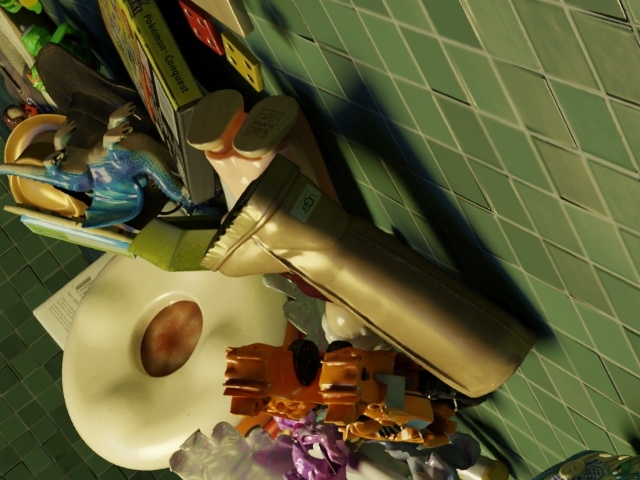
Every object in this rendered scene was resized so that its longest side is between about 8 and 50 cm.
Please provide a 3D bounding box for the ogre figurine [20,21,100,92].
[{"bbox_3d":[-0.336,-0.234,2.166,0.118,0.097,0.197,39,-162,-53],"label":"ogre figurine"}]

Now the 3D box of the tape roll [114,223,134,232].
[{"bbox_3d":[-0.301,-0.016,2.688,0.392,0.072,0.392,48,168,14],"label":"tape roll"}]

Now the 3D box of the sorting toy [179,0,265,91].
[{"bbox_3d":[-0.101,-0.250,1.363,0.132,0.046,0.274,40,162,44],"label":"sorting toy"}]

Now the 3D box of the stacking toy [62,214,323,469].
[{"bbox_3d":[-0.087,0.207,2.219,0.350,0.350,0.480,40,-178,42],"label":"stacking toy"}]

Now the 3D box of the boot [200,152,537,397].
[{"bbox_3d":[0.033,0.049,1.437,0.269,0.089,0.236,34,164,-6],"label":"boot"}]

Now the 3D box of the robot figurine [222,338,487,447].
[{"bbox_3d":[0.037,0.151,1.578,0.211,0.085,0.291,1,169,30],"label":"robot figurine"}]

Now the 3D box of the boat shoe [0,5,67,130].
[{"bbox_3d":[-0.407,-0.239,2.310,0.285,0.103,0.092,53,123,14],"label":"boat shoe"}]

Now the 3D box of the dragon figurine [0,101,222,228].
[{"bbox_3d":[-0.254,-0.070,1.900,0.085,0.289,0.144,-91,-20,-55],"label":"dragon figurine"}]

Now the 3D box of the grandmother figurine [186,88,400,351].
[{"bbox_3d":[0.000,0.000,1.599,0.208,0.104,0.342,20,151,42],"label":"grandmother figurine"}]

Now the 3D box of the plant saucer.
[{"bbox_3d":[-0.118,-0.001,1.919,0.188,0.188,0.045,-160,70,-67],"label":"plant saucer"}]

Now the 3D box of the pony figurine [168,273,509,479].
[{"bbox_3d":[0.032,0.235,1.847,0.363,0.303,0.351,23,161,35],"label":"pony figurine"}]

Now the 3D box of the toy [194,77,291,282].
[{"bbox_3d":[-0.072,-0.077,1.714,0.137,0.056,0.237,48,159,38],"label":"toy"}]

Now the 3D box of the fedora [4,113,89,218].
[{"bbox_3d":[-0.368,-0.080,2.233,0.194,0.079,0.194,10,118,19],"label":"fedora"}]

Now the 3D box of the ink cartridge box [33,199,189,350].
[{"bbox_3d":[-0.254,0.104,2.398,0.197,0.273,0.114,46,170,26],"label":"ink cartridge box"}]

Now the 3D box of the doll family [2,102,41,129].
[{"bbox_3d":[-0.361,-0.128,2.371,0.263,0.163,0.118,47,167,23],"label":"doll family"}]

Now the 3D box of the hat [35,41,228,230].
[{"bbox_3d":[-0.267,-0.099,2.037,0.331,0.134,0.331,33,165,10],"label":"hat"}]

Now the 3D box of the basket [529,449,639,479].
[{"bbox_3d":[0.213,0.294,1.322,0.201,0.255,0.289,49,149,6],"label":"basket"}]

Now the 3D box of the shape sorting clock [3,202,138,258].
[{"bbox_3d":[-0.301,-0.018,2.048,0.206,0.040,0.206,14,173,2],"label":"shape sorting clock"}]

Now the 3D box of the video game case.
[{"bbox_3d":[-0.182,-0.192,1.725,0.248,0.035,0.275,62,171,15],"label":"video game case"}]

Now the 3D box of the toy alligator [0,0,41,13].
[{"bbox_3d":[-0.440,-0.372,2.226,0.056,0.051,0.190,43,165,34],"label":"toy alligator"}]
